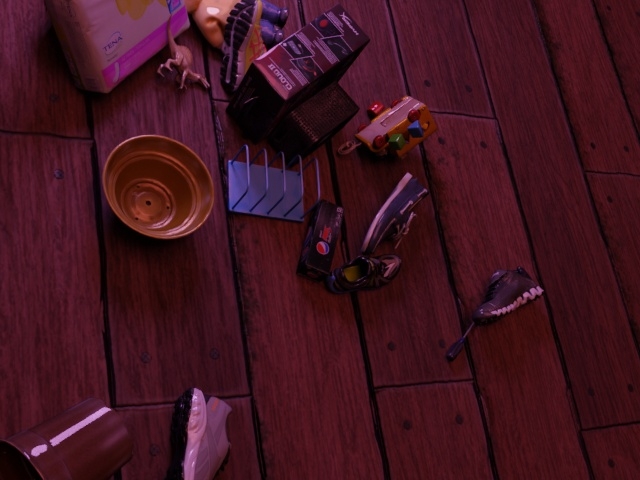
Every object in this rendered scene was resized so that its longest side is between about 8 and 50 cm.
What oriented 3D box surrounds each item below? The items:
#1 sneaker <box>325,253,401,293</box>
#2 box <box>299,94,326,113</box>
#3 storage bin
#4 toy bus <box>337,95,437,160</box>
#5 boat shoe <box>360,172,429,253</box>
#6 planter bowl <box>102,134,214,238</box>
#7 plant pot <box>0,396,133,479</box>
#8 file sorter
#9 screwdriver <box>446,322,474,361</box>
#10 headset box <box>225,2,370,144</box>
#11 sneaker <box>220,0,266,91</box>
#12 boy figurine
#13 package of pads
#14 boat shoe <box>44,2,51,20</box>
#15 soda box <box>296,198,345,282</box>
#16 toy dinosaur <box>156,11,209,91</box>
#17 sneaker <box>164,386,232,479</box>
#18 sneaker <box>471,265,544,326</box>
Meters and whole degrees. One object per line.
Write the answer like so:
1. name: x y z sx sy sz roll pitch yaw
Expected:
1. sneaker: 0.102 0.067 1.754 0.188 0.078 0.067 -12 74 -33
2. box: -0.036 -0.336 1.903 0.083 0.018 0.067 -38 88 -35
3. storage bin: -0.013 -0.256 1.814 0.084 0.122 0.180 49 54 -1
4. toy bus: 0.170 -0.240 1.915 0.104 0.202 0.191 56 40 -33
5. boat shoe: 0.168 -0.050 1.839 0.079 0.095 0.254 34 46 3
6. planter bowl: -0.321 -0.087 1.587 0.217 0.090 0.217 12 63 -24
7. plant pot: -0.398 0.345 1.310 0.165 0.167 0.167 -31 84 -43
8. file sorter: -0.096 -0.119 1.717 0.170 0.104 0.118 8 65 -26
9. screwdriver: 0.326 0.214 1.848 0.170 0.024 0.025 -41 120 -42
10. headset box: -0.061 -0.343 1.755 0.293 0.218 0.110 -41 90 -27
11. sneaker: -0.155 -0.428 1.802 0.094 0.209 0.081 -6 31 -42
12. boy figurine: -0.217 -0.505 1.838 0.285 0.092 0.177 12 85 -20
13. package of pads: -0.396 -0.465 1.638 0.101 0.229 0.296 18 50 25
14. boat shoe: -0.504 -0.581 1.713 0.158 0.127 0.341 33 49 -3
15. soda box: 0.000 0.000 1.744 0.060 0.053 0.169 24 58 -16
16. toy dinosaur: -0.303 -0.379 1.734 0.093 0.053 0.183 -59 138 -31
17. sneaker: -0.206 0.393 1.424 0.108 0.100 0.272 21 59 -25
18. sneaker: 0.414 0.123 1.903 0.234 0.078 0.106 -20 75 -38
